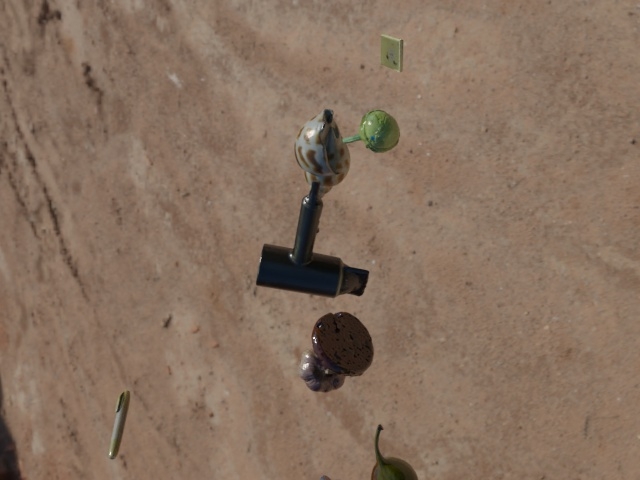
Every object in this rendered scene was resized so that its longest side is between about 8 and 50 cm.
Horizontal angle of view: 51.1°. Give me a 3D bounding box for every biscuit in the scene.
[{"bbox_3d":[0.061,0.273,1.776,0.192,0.192,0.049,62,140,24],"label":"biscuit"}]

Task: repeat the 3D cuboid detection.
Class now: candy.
[{"bbox_3d":[0.101,-0.250,1.602,0.335,0.093,0.092,-163,85,-74],"label":"candy"}]

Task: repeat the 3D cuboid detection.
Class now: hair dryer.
[{"bbox_3d":[0.000,0.000,1.136,0.248,0.196,0.078,102,177,-45],"label":"hair dryer"}]

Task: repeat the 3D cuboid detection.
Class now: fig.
[{"bbox_3d":[0.175,0.580,1.730,0.124,0.124,0.236,4,123,48],"label":"fig"}]

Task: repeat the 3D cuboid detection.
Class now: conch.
[{"bbox_3d":[0.002,-0.238,1.929,0.149,0.183,0.274,-1,117,30],"label":"conch"}]

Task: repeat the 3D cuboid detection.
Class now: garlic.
[{"bbox_3d":[0.010,0.395,2.052,0.147,0.159,0.102,-57,17,-7],"label":"garlic"}]

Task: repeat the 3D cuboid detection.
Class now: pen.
[{"bbox_3d":[-0.571,0.515,1.896,0.032,0.040,0.233,-41,29,22],"label":"pen"}]

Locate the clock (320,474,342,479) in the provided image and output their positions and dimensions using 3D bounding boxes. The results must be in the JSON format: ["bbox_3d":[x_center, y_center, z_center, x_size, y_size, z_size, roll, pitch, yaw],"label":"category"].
[{"bbox_3d":[0.071,0.519,1.259,0.080,0.176,0.117,-48,13,9],"label":"clock"}]

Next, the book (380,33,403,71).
[{"bbox_3d":[0.175,-0.463,1.653,0.111,0.014,0.077,-130,34,-59],"label":"book"}]
